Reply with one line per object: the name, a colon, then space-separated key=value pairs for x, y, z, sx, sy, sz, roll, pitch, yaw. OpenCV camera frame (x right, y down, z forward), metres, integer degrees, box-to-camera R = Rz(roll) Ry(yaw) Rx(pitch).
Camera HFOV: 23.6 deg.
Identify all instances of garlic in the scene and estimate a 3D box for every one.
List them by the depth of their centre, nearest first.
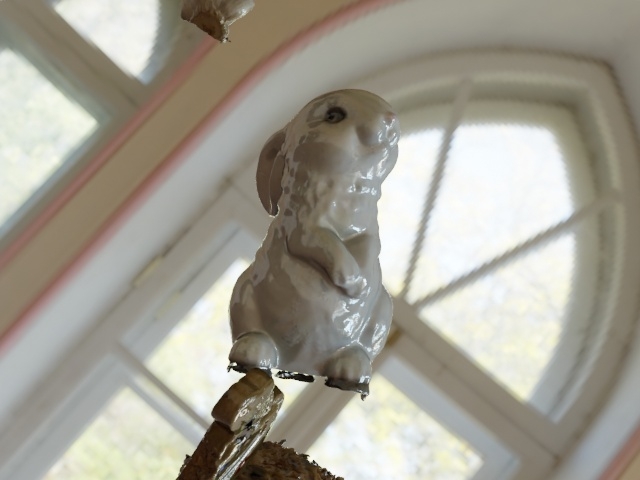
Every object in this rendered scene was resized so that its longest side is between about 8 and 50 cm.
garlic: x=-0.137 y=-0.320 z=2.081 sx=0.113 sy=0.094 sz=0.074 roll=10 pitch=-60 yaw=29

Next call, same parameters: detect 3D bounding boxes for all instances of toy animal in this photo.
toy animal: x=0.000 y=0.000 z=1.811 sx=0.194 sy=0.357 sz=0.258 roll=10 pitch=-4 yaw=-16

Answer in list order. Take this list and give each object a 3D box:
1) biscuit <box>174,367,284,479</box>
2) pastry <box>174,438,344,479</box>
biscuit: x=-0.103 y=0.230 z=1.753 sx=0.047 sy=0.183 sz=0.319 roll=36 pitch=-33 yaw=10
pastry: x=-0.088 y=0.395 z=2.130 sx=0.275 sy=0.275 sz=0.192 roll=25 pitch=-62 yaw=44
